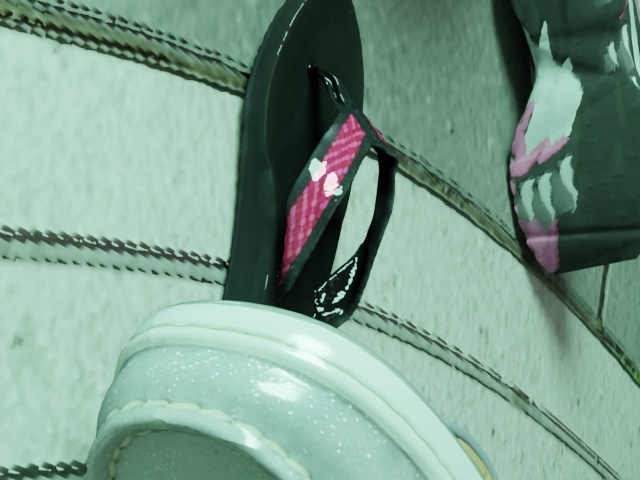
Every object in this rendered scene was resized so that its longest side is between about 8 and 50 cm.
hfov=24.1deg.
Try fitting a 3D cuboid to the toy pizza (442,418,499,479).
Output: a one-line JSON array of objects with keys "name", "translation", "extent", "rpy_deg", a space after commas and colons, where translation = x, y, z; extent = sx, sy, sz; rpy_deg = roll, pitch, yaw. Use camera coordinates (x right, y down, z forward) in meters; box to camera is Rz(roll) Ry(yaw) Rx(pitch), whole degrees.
[{"name": "toy pizza", "translation": [0.047, 0.171, 0.585], "extent": [0.201, 0.032, 0.201], "rpy_deg": [1, 89, -60]}]

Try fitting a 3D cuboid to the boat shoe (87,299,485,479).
[{"name": "boat shoe", "translation": [-0.002, 0.169, 0.420], "extent": [0.103, 0.118, 0.320], "rpy_deg": [-50, 138, -54]}]

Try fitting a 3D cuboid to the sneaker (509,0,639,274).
[{"name": "sneaker", "translation": [0.129, -0.074, 0.699], "extent": [0.077, 0.072, 0.178], "rpy_deg": [-39, 129, -66]}]

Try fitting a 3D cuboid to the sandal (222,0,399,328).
[{"name": "sandal", "translation": [0.000, 0.000, 0.495], "extent": [0.067, 0.040, 0.179], "rpy_deg": [33, 61, -55]}]
